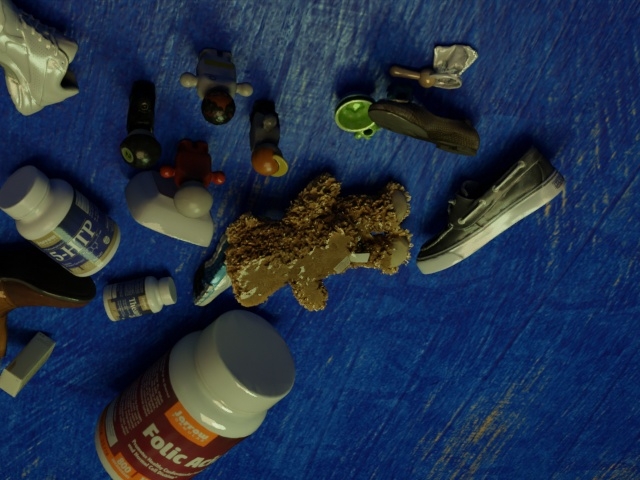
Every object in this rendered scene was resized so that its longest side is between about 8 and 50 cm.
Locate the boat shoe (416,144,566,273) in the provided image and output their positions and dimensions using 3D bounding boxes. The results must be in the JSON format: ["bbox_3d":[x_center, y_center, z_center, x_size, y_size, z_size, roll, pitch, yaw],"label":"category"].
[{"bbox_3d":[0.262,-0.052,1.804,0.301,0.108,0.102,-36,98,34],"label":"boat shoe"}]

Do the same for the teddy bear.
[{"bbox_3d":[0.000,0.000,1.805,0.338,0.113,0.245,-26,132,-2],"label":"teddy bear"}]

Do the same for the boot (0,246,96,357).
[{"bbox_3d":[-0.545,0.131,1.878,0.264,0.096,0.280,9,137,-19],"label":"boot"}]

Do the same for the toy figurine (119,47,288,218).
[{"bbox_3d":[-0.172,-0.154,1.591,0.209,0.148,0.213,-22,136,17],"label":"toy figurine"}]

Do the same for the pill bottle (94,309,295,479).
[{"bbox_3d":[-0.239,0.311,2.051,0.224,0.224,0.392,25,130,-31],"label":"pill bottle"}]

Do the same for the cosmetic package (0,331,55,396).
[{"bbox_3d":[-0.546,0.229,1.998,0.041,0.115,0.060,35,129,-1],"label":"cosmetic package"}]

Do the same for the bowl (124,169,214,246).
[{"bbox_3d":[-0.235,-0.059,1.708,0.142,0.142,0.053,19,111,-27],"label":"bowl"}]

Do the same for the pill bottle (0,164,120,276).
[{"bbox_3d":[-0.420,-0.034,1.723,0.112,0.112,0.186,-26,135,21],"label":"pill bottle"}]

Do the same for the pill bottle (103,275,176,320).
[{"bbox_3d":[-0.321,0.101,1.921,0.120,0.067,0.067,-12,138,7],"label":"pill bottle"}]

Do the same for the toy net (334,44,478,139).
[{"bbox_3d":[0.139,-0.218,1.637,0.232,0.045,0.122,-22,136,17],"label":"toy net"}]

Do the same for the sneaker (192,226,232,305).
[{"bbox_3d":[-0.160,0.057,1.895,0.082,0.071,0.191,15,135,-31],"label":"sneaker"}]

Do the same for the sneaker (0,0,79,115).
[{"bbox_3d":[-0.398,-0.277,1.483,0.115,0.090,0.232,-15,147,-1],"label":"sneaker"}]

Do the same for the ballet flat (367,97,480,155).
[{"bbox_3d":[0.163,-0.181,1.632,0.084,0.058,0.249,12,179,45],"label":"ballet flat"}]
